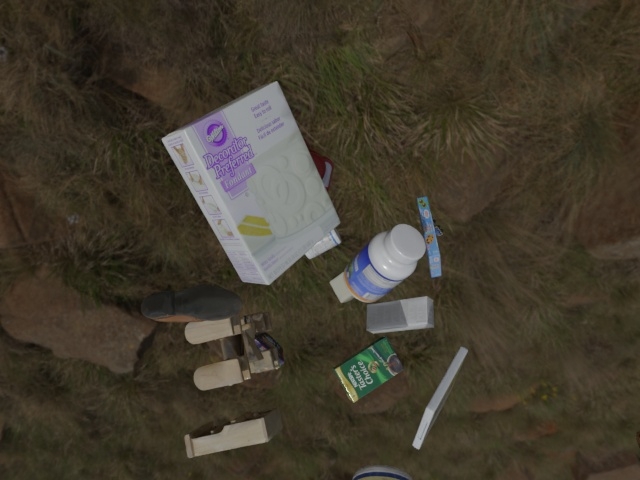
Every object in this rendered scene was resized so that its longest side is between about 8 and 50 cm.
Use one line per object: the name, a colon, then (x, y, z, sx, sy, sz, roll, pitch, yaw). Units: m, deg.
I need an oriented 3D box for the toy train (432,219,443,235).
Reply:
toy train: (0.470, -0.079, 1.973, 0.158, 0.036, 0.027, 50, 147, -6)

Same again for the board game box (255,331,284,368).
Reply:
board game box: (-0.227, 0.430, 1.911, 0.048, 0.141, 0.170, -44, 111, 7)

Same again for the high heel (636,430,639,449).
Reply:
high heel: (0.617, 0.456, 0.897, 0.186, 0.261, 0.093, -2, 107, 8)

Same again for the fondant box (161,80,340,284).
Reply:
fondant box: (-0.122, -0.112, 0.932, 0.096, 0.238, 0.331, -1, 123, 48)

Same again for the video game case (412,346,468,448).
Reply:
video game case: (0.324, 0.426, 1.258, 0.227, 0.026, 0.207, -43, 149, -38)

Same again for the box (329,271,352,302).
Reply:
box: (0.181, 0.150, 1.984, 0.275, 0.113, 0.094, -37, 162, 25)

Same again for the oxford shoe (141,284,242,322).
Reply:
oxford shoe: (-0.267, 0.142, 0.996, 0.212, 0.076, 0.076, -1, 155, 6)

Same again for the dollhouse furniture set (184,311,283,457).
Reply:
dollhouse furniture set: (-0.299, 0.435, 1.466, 0.256, 0.395, 0.362, -16, 169, 9)

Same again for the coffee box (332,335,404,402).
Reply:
coffee box: (0.140, 0.374, 1.349, 0.184, 0.113, 0.040, -27, 177, -14)

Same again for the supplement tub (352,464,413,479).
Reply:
supplement tub: (0.213, 0.975, 1.595, 0.228, 0.316, 0.229, 5, 131, 5)

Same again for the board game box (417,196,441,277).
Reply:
board game box: (0.349, -0.009, 1.488, 0.039, 0.212, 0.160, -10, 151, 11)

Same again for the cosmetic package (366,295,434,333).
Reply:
cosmetic package: (0.278, 0.266, 1.633, 0.238, 0.099, 0.060, -13, 148, 34)

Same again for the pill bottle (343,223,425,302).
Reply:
pill bottle: (0.188, 0.065, 1.366, 0.152, 0.153, 0.272, 9, 147, -21)

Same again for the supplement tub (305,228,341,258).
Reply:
supplement tub: (0.000, 0.000, 1.335, 0.107, 0.071, 0.071, -28, 132, 9)

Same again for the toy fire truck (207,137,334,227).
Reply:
toy fire truck: (-0.126, -0.138, 1.185, 0.301, 0.169, 0.254, 3, 118, -23)
